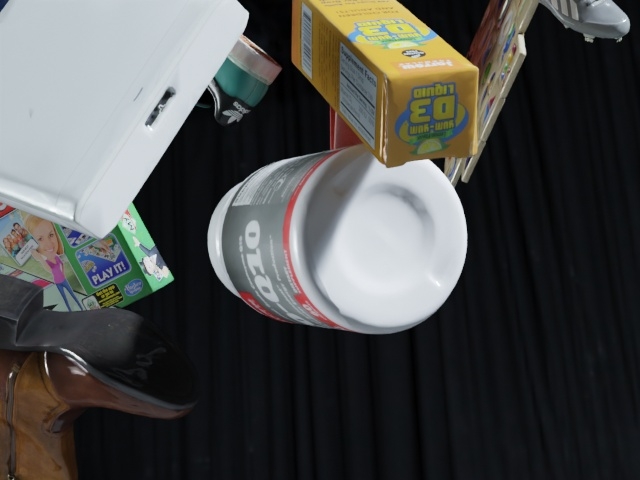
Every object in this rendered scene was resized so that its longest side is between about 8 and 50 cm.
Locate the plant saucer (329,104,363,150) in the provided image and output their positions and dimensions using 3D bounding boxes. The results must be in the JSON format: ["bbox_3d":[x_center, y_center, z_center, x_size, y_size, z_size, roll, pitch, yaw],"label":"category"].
[{"bbox_3d":[0.038,-0.237,1.578,0.047,0.259,0.258,0,-30,-2],"label":"plant saucer"}]

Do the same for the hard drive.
[{"bbox_3d":[-0.209,-0.120,0.952,0.307,0.203,0.040,17,-19,48],"label":"hard drive"}]

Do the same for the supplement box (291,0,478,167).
[{"bbox_3d":[0.045,-0.139,0.932,0.078,0.233,0.080,-9,-58,-17],"label":"supplement box"}]

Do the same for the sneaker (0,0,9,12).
[{"bbox_3d":[-0.347,-0.282,1.303,0.232,0.090,0.081,-13,-56,6],"label":"sneaker"}]

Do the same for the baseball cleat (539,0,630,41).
[{"bbox_3d":[0.342,-0.355,1.625,0.072,0.206,0.109,-33,-37,-29],"label":"baseball cleat"}]

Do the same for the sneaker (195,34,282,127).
[{"bbox_3d":[-0.180,-0.264,1.653,0.108,0.121,0.302,26,12,-47],"label":"sneaker"}]

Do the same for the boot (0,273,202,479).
[{"bbox_3d":[-0.257,0.195,1.200,0.264,0.096,0.280,16,-55,5],"label":"boot"}]

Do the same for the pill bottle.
[{"bbox_3d":[0.000,0.000,1.096,0.161,0.161,0.283,3,-2,-23],"label":"pill bottle"}]

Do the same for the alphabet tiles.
[{"bbox_3d":[0.209,-0.220,1.451,0.011,0.342,0.285,18,-59,-4],"label":"alphabet tiles"}]

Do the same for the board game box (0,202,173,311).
[{"bbox_3d":[-0.339,0.013,1.320,0.317,0.213,0.046,-26,6,29],"label":"board game box"}]
